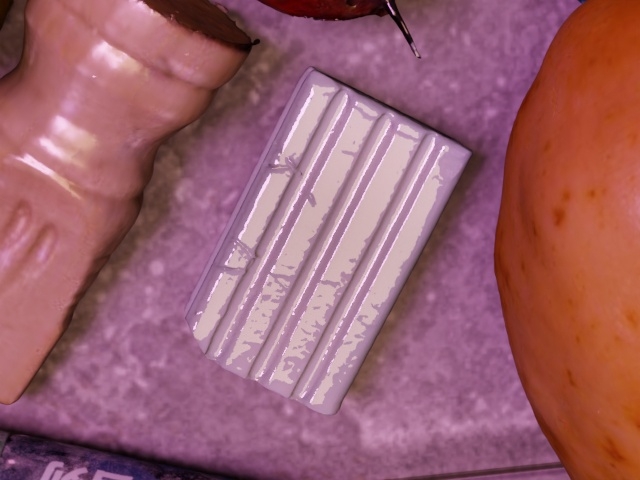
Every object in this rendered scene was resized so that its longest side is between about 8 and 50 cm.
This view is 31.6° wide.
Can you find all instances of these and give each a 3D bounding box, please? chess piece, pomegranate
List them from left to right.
[{"bbox_3d":[-0.170,-0.035,0.708,0.137,0.137,0.301,30,108,-10],"label":"chess piece"},{"bbox_3d":[0.292,0.001,0.634,0.410,0.410,0.410,-1,101,-5],"label":"pomegranate"}]

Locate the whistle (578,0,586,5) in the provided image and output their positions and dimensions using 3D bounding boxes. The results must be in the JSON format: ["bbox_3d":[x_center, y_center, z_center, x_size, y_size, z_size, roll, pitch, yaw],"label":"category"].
[{"bbox_3d":[0.214,-0.256,0.703,0.186,0.093,0.274,20,96,18],"label":"whistle"}]

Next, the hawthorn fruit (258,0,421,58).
[{"bbox_3d":[-0.009,-0.203,0.648,0.181,0.181,0.235,-25,98,0],"label":"hawthorn fruit"}]

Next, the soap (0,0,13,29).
[{"bbox_3d":[-0.341,-0.136,0.621,0.324,0.204,0.096,-5,113,-3],"label":"soap"}]

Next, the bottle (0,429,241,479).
[{"bbox_3d":[-0.149,0.187,0.753,0.330,0.093,0.093,13,99,-8],"label":"bottle"}]

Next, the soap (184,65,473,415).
[{"bbox_3d":[0.000,0.000,0.743,0.119,0.066,0.198,26,97,-8],"label":"soap"}]
